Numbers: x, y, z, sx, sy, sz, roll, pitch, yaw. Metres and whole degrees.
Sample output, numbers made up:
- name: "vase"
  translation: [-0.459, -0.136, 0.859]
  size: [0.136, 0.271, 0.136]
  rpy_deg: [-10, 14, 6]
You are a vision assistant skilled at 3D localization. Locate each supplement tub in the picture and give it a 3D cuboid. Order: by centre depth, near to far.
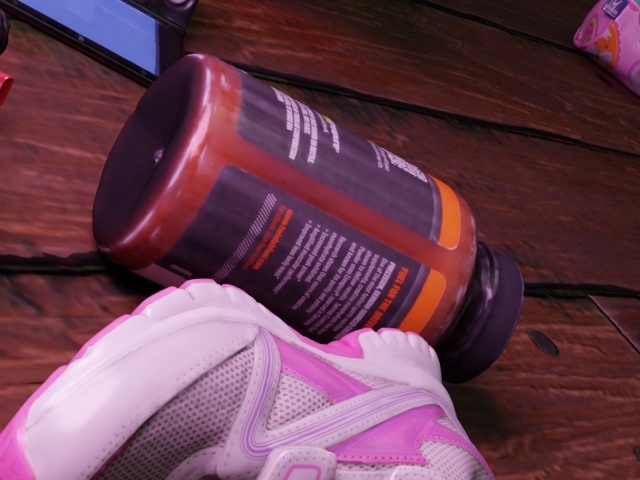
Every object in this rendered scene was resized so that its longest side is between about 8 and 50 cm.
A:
- name: "supplement tub"
  translation: [0.000, 0.000, 0.716]
  size: [0.198, 0.106, 0.106]
  rpy_deg: [28, 24, -24]

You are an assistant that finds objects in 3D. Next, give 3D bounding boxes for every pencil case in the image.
- name: "pencil case"
  translation: [0.421, -0.187, 1.695]
  size: [0.284, 0.124, 0.124]
  rpy_deg: [36, 22, -8]

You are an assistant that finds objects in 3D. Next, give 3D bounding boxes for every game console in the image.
- name: "game console"
  translation: [-0.124, -0.169, 0.890]
  size: [0.144, 0.124, 0.085]
  rpy_deg: [28, -2, -25]

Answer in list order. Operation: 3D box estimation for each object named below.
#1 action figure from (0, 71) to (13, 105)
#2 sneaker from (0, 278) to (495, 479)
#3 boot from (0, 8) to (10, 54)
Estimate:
- name: "action figure"
  translation: [-0.193, -0.102, 0.723]
  size: [0.115, 0.030, 0.038]
  rpy_deg: [44, 17, 27]
- name: "sneaker"
  translation: [-0.008, 0.089, 0.535]
  size: [0.252, 0.103, 0.111]
  rpy_deg: [7, 36, -51]
- name: "boot"
  translation: [-0.237, -0.144, 0.594]
  size: [0.260, 0.131, 0.348]
  rpy_deg: [25, 35, -12]
